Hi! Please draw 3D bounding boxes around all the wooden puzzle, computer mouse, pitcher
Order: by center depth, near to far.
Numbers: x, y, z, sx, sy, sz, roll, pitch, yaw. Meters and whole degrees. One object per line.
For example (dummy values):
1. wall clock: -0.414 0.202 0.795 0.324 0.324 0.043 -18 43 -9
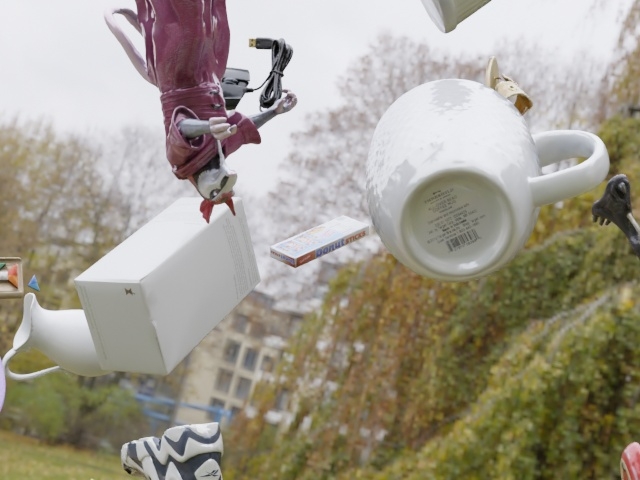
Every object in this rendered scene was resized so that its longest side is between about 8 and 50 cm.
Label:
1. wooden puzzle: -0.532 0.062 1.798 0.116 0.078 0.014 -7 -22 -25
2. computer mouse: -0.178 -0.323 2.057 0.262 0.184 0.060 0 -32 31
3. pitcher: -0.502 0.212 2.105 0.207 0.177 0.125 22 13 -28

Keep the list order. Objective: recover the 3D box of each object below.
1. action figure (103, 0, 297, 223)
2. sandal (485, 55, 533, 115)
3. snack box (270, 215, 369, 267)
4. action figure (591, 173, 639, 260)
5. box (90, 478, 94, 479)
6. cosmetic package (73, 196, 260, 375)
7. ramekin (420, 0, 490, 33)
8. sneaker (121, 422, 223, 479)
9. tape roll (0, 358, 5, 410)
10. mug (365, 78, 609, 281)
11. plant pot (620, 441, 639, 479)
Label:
1. action figure: -0.199 -0.205 1.577 0.276 0.370 0.248 -7 -3 23
2. sandal: 0.317 -0.217 1.810 0.079 0.240 0.088 -2 -41 21
3. snack box: 0.000 0.000 1.845 0.178 0.022 0.064 -24 35 -39
4. action figure: 0.389 0.050 1.061 0.164 0.275 0.141 -28 -32 7
5. box: -0.425 0.501 1.877 0.059 0.169 0.054 35 17 -4
6. cosmetic package: -0.272 0.074 2.010 0.155 0.196 0.365 1 25 28
7. ramekin: 0.229 -0.533 2.011 0.127 0.272 0.273 -27 -23 4
8. sneaker: -0.205 0.348 1.503 0.094 0.153 0.235 6 -22 -41
9. tape roll: -0.440 0.134 0.997 0.275 0.274 0.090 21 -61 -23
10. mug: 0.251 -0.091 1.651 0.374 0.276 0.328 -13 19 10
11. plant pot: 0.524 0.356 1.516 0.174 0.191 0.191 -10 -19 5
